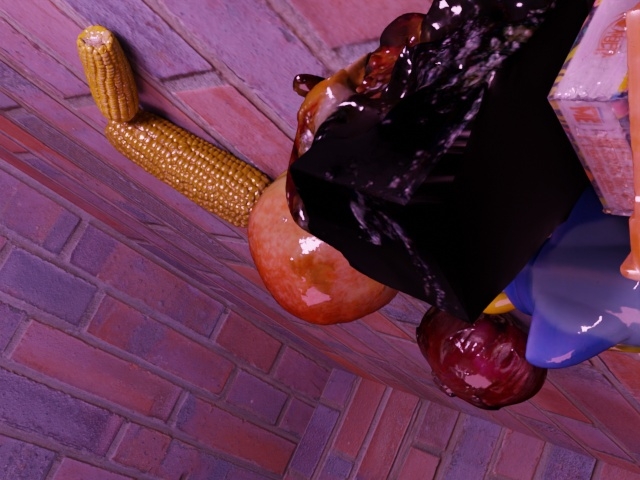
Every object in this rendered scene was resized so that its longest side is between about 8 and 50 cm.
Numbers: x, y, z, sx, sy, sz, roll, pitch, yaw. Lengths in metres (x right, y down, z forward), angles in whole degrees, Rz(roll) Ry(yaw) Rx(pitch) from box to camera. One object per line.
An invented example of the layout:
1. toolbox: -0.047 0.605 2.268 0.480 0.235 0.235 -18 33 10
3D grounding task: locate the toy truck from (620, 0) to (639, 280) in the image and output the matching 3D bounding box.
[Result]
1. toy truck: 0.341 -0.059 0.259 0.387 0.173 0.207 9 128 45

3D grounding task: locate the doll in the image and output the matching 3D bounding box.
1. doll: 0.350 0.081 0.686 0.366 0.187 0.376 18 145 2

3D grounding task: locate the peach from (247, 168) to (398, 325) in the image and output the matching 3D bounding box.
1. peach: 0.000 0.000 0.904 0.257 0.232 0.232 -1 150 38

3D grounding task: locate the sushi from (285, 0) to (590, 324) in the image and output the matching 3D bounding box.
1. sushi: 0.088 -0.078 0.525 0.212 0.227 0.215 21 159 40

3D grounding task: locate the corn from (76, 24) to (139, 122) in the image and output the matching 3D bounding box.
1. corn: -0.303 -0.233 0.917 0.067 0.067 0.206 25 161 2

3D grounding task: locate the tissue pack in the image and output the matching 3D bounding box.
1. tissue pack: 0.227 -0.097 0.455 0.060 0.108 0.148 14 161 45

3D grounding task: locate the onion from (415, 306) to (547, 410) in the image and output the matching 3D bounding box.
1. onion: 0.288 0.209 1.178 0.246 0.190 0.246 39 176 3

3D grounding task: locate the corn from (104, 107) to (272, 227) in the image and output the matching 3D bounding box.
1. corn: -0.212 -0.123 1.061 0.305 0.106 0.106 31 163 -7
